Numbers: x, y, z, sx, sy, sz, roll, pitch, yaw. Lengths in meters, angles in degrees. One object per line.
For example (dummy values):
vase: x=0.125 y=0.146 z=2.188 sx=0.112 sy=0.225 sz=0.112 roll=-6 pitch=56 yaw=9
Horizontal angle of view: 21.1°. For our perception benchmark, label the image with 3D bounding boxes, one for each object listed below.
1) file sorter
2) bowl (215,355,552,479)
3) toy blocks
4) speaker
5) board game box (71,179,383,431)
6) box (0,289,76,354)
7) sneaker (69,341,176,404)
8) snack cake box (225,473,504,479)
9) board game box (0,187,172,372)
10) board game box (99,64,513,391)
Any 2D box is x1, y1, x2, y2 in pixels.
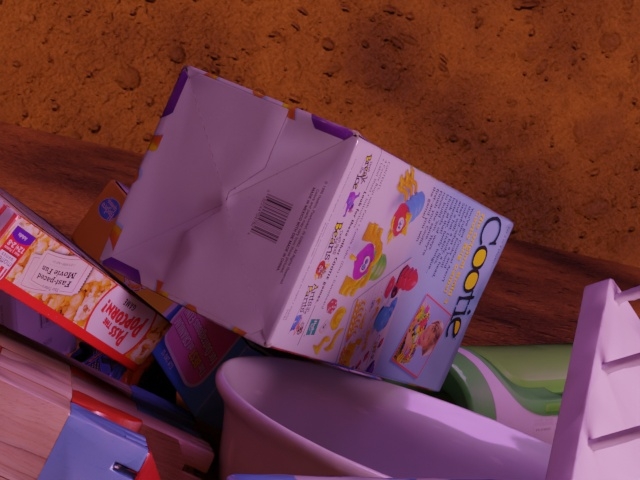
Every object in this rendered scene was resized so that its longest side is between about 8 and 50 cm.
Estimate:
file sorter: x=0.244 y=0.152 z=0.920 sx=0.173 sy=0.193 sz=0.277 roll=-22 pitch=27 yaw=29
bowl: x=0.056 y=0.185 z=1.077 sx=0.298 sy=0.134 sz=0.298 roll=18 pitch=6 yaw=-2
toy blocks: x=-0.188 y=0.123 z=1.069 sx=0.261 sy=0.190 sz=0.381 roll=26 pitch=-1 yaw=-8
speaker: x=0.177 y=0.151 z=1.522 sx=0.131 sy=0.131 sz=0.296 roll=22 pitch=12 yaw=39
board game box: x=-0.047 y=0.088 z=1.363 sx=0.242 sy=0.064 sz=0.316 roll=34 pitch=6 yaw=-33
box: x=-0.291 y=0.056 z=1.331 sx=0.171 sy=0.091 sz=0.130 roll=-3 pitch=7 yaw=12
sneaker: x=-0.166 y=0.105 z=1.425 sx=0.087 sy=0.083 sz=0.221 roll=7 pitch=5 yaw=4
snack cake box: x=0.024 y=0.209 z=0.526 sx=0.152 sy=0.264 sz=0.089 roll=7 pitch=12 yaw=-37
board game box: x=-0.197 y=0.001 z=1.102 sx=0.147 sy=0.045 sz=0.193 roll=35 pitch=-4 yaw=33
board game box: x=0.000 y=0.000 z=1.184 sx=0.142 sy=0.144 sz=0.275 roll=24 pitch=0 yaw=28
